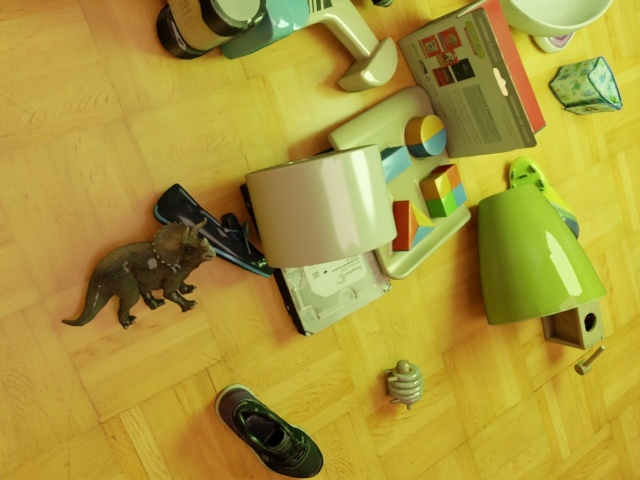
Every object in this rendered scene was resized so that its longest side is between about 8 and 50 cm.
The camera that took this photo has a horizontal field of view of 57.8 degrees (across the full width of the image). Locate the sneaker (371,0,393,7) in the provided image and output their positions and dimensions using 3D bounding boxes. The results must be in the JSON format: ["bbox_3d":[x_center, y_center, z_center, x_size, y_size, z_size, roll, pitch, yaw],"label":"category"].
[{"bbox_3d":[0.122,-0.528,1.195,0.106,0.078,0.234,60,28,-29],"label":"sneaker"}]

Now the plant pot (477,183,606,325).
[{"bbox_3d":[0.490,0.024,1.388,0.275,0.275,0.293,-13,82,-27],"label":"plant pot"}]

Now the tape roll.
[{"bbox_3d":[0.001,-0.066,1.038,0.246,0.246,0.169,-19,101,-26],"label":"tape roll"}]

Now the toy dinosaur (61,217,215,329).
[{"bbox_3d":[-0.312,0.059,1.023,0.313,0.121,0.160,-16,114,8],"label":"toy dinosaur"}]

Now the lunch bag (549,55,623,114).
[{"bbox_3d":[0.703,-0.392,1.526,0.151,0.129,0.096,41,76,-25],"label":"lunch bag"}]

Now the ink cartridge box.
[{"bbox_3d":[0.352,-0.350,1.263,0.130,0.272,0.309,-36,109,-21],"label":"ink cartridge box"}]

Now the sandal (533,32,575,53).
[{"bbox_3d":[0.687,-0.673,1.517,0.169,0.102,0.416,28,80,-27],"label":"sandal"}]

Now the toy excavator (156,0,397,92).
[{"bbox_3d":[-0.069,-0.454,1.086,0.445,0.222,0.433,-30,108,-32],"label":"toy excavator"}]

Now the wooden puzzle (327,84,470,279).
[{"bbox_3d":[0.202,-0.136,1.266,0.322,0.080,0.348,-37,109,-35],"label":"wooden puzzle"}]

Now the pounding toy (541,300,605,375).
[{"bbox_3d":[0.693,0.244,1.527,0.094,0.181,0.206,-20,102,-26],"label":"pounding toy"}]

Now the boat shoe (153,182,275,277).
[{"bbox_3d":[-0.183,-0.017,1.092,0.258,0.109,0.089,34,78,-27],"label":"boat shoe"}]

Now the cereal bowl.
[{"bbox_3d":[0.527,-0.642,1.389,0.339,0.141,0.339,1,84,-11],"label":"cereal bowl"}]

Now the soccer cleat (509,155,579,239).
[{"bbox_3d":[0.583,-0.107,1.519,0.289,0.093,0.121,51,40,-16],"label":"soccer cleat"}]

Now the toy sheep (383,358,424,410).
[{"bbox_3d":[0.194,0.331,1.326,0.091,0.091,0.132,-20,116,-26],"label":"toy sheep"}]

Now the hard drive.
[{"bbox_3d":[0.000,0.000,1.215,0.237,0.064,0.339,-25,105,-24],"label":"hard drive"}]

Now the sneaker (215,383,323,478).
[{"bbox_3d":[-0.087,0.407,1.155,0.283,0.124,0.107,44,74,-23],"label":"sneaker"}]
